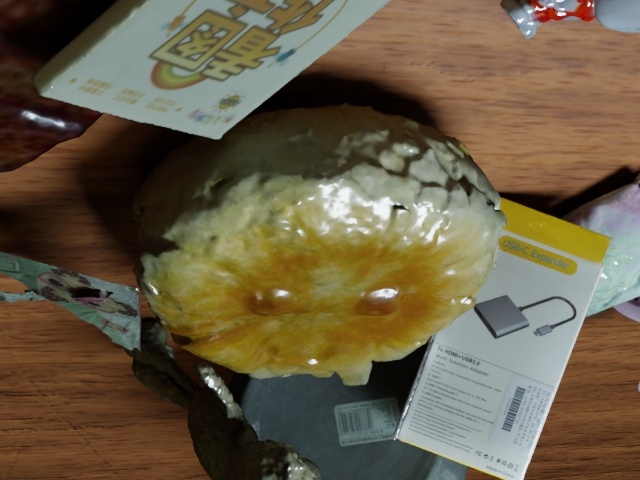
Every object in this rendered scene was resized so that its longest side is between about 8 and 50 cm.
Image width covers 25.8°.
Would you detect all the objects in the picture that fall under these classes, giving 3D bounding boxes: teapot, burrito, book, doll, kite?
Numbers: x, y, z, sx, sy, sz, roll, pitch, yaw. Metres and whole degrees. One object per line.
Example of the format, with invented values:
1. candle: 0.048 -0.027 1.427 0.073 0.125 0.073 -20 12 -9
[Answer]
1. teapot: 0.047 0.227 1.502 0.300 0.253 0.344 -29 159 -9
2. burrito: 0.275 0.016 1.353 0.144 0.089 0.229 15 143 -43
3. book: -0.017 -0.169 0.891 0.295 0.020 0.208 -37 160 21
4. doll: -0.090 0.184 1.290 0.091 0.202 0.286 -18 -167 -29
5. doll: 0.221 -0.179 1.012 0.180 0.079 0.094 -7 168 16
6. kite: -0.237 0.049 1.186 0.250 0.012 0.229 -1 151 40

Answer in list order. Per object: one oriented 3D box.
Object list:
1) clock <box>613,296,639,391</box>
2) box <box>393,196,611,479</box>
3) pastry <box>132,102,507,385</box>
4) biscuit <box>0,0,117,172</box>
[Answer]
1. clock: 0.417 0.055 1.393 0.080 0.275 0.290 8 -179 -36
2. box: 0.170 0.092 1.301 0.129 0.247 0.033 21 -177 5
3. pastry: 0.000 0.000 1.162 0.330 0.136 0.329 -7 149 -4
4. biscuit: -0.295 -0.154 0.841 0.407 0.091 0.407 -12 152 -7
